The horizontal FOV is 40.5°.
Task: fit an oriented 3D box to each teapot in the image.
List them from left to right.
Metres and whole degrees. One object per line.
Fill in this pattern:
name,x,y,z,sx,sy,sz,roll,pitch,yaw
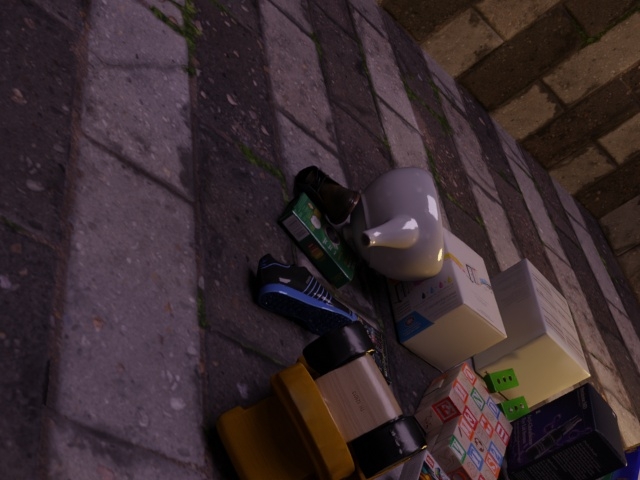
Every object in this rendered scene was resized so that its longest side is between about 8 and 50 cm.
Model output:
teapot,0.137,-0.028,1.765,0.256,0.187,0.252,84,-3,-52

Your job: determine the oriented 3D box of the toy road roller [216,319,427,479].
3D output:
toy road roller,-0.014,0.269,1.238,0.202,0.241,0.329,62,-12,16

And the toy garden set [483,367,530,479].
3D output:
toy garden set,0.397,0.413,1.895,0.204,0.049,0.244,-1,67,-49

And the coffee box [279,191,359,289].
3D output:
coffee box,0.000,0.000,1.719,0.184,0.040,0.113,49,23,-12

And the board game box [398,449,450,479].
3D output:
board game box,0.226,0.509,1.388,0.305,0.053,0.193,52,24,-5

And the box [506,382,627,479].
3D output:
box,0.482,0.404,1.722,0.108,0.207,0.153,48,24,-15

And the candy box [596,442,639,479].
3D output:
candy box,0.532,0.544,1.713,0.122,0.268,0.317,61,25,6

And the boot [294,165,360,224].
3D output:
boot,0.008,-0.094,1.759,0.106,0.082,0.219,34,-2,-14

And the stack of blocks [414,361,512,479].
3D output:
stack of blocks,0.265,0.376,1.665,0.171,0.087,0.297,54,25,-1

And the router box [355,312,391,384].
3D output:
router box,0.085,0.208,1.614,0.092,0.038,0.122,41,28,-29

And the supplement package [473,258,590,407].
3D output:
supplement package,0.496,0.229,2.121,0.198,0.199,0.262,41,28,-28

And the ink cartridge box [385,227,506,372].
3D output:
ink cartridge box,0.264,0.124,1.877,0.168,0.171,0.232,36,30,-35

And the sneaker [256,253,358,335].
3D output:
sneaker,-0.019,0.097,1.519,0.232,0.081,0.090,30,41,-40
